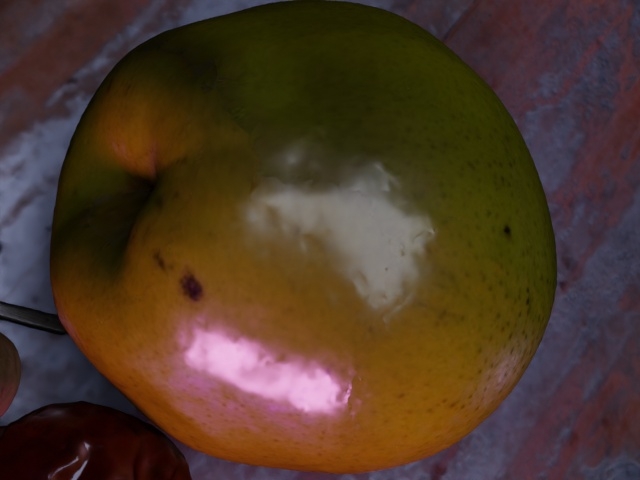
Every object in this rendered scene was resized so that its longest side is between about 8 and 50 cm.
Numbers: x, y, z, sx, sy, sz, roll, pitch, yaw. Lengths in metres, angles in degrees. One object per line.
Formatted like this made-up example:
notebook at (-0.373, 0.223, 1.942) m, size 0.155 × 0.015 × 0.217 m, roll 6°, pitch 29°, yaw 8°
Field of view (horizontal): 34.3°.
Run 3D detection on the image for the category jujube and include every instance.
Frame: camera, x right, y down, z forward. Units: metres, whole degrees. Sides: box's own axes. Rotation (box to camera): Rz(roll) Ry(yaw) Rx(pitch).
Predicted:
jujube at (-0.163, 0.190, 0.547) m, size 0.155 × 0.155 × 0.230 m, roll 36°, pitch 59°, yaw -13°

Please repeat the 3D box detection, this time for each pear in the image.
pear at (0.000, 0.000, 0.601) m, size 0.294 × 0.294 × 0.294 m, roll 6°, pitch 75°, yaw -23°

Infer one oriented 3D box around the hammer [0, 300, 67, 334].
hammer at (-0.287, 0.012, 0.601) m, size 0.292 × 0.029 × 0.058 m, roll 18°, pitch 73°, yaw -22°

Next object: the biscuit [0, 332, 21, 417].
biscuit at (-0.279, 0.141, 0.481) m, size 0.320 × 0.047 × 0.183 m, roll -44°, pitch 68°, yaw -6°
